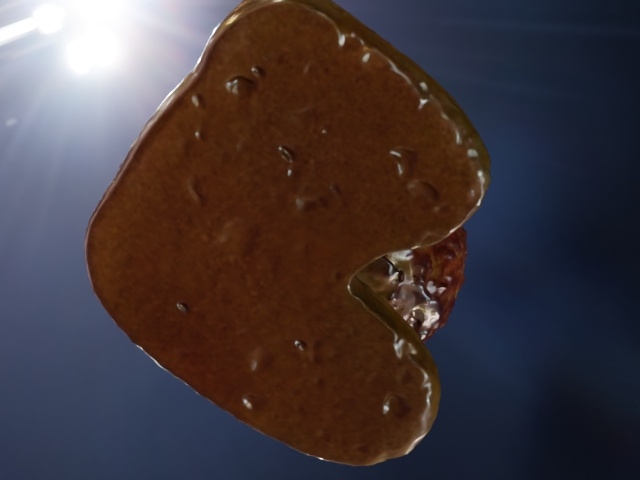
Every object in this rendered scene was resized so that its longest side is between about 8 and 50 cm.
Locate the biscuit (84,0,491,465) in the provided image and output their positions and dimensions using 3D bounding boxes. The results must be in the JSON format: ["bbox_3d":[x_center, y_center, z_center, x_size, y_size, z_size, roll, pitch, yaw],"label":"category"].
[{"bbox_3d":[0.000,-0.001,0.949,0.262,0.052,0.277,31,-62,-9],"label":"biscuit"}]

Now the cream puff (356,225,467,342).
[{"bbox_3d":[0.003,-0.023,1.122,0.240,0.164,0.240,35,-24,19],"label":"cream puff"}]
